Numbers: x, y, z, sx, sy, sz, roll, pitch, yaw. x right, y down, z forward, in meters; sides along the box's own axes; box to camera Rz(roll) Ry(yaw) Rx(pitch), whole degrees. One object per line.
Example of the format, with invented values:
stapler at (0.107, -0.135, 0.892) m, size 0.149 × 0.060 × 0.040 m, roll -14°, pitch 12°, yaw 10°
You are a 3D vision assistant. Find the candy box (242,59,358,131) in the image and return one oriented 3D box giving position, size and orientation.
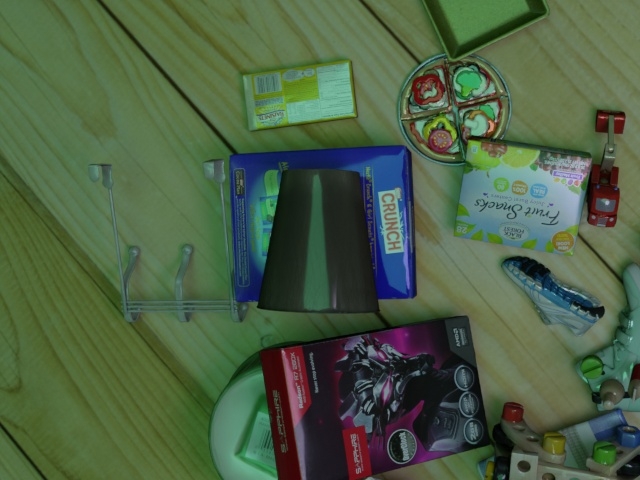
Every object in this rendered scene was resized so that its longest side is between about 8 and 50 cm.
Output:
candy box at (-0.038, -0.264, 1.631) m, size 0.205 × 0.027 × 0.105 m, roll -6°, pitch 95°, yaw 12°

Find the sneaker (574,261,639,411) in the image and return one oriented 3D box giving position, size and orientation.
sneaker at (0.502, 0.171, 1.514) m, size 0.151 × 0.094 × 0.256 m, roll -10°, pitch 90°, yaw 15°

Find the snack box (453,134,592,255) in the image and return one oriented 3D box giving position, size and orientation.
snack box at (0.345, -0.078, 1.531) m, size 0.207 × 0.070 × 0.175 m, roll 11°, pitch 106°, yaw 12°

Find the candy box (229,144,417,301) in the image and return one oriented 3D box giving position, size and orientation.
candy box at (0.009, -0.026, 1.589) m, size 0.317 × 0.122 × 0.268 m, roll -1°, pitch 92°, yaw 13°

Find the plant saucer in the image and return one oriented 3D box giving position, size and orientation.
plant saucer at (0.274, -0.430, 1.548) m, size 0.188 × 0.045 × 0.188 m, roll -25°, pitch 88°, yaw 12°

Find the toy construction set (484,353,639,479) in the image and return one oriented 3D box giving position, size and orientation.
toy construction set at (0.398, 0.336, 1.399) m, size 0.257 × 0.237 × 0.309 m, roll 34°, pitch 110°, yaw 14°

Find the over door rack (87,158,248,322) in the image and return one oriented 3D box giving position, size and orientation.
over door rack at (-0.266, -0.005, 1.639) m, size 0.239 × 0.108 × 0.324 m, roll -2°, pitch 114°, yaw 12°

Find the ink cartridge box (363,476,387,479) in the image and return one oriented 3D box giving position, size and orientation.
ink cartridge box at (0.086, 0.510, 1.514) m, size 0.207 × 0.283 × 0.117 m, roll -36°, pitch 59°, yaw 11°

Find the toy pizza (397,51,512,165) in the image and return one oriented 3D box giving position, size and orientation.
toy pizza at (0.235, -0.232, 1.575) m, size 0.201 × 0.032 × 0.201 m, roll 1°, pitch 93°, yaw 12°

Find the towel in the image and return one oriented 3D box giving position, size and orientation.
towel at (0.435, 0.431, 1.548) m, size 0.285 × 0.034 × 0.209 m, roll -29°, pitch 88°, yaw 23°

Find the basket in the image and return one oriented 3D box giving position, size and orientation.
basket at (0.000, 0.000, 1.457) m, size 0.204 × 0.154 × 0.227 m, roll 2°, pitch 91°, yaw 10°

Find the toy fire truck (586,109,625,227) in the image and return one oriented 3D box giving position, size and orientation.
toy fire truck at (0.474, -0.123, 1.479) m, size 0.047 × 0.192 × 0.135 m, roll 7°, pitch 123°, yaw 12°

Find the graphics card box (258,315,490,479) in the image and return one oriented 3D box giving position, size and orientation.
graphics card box at (0.096, 0.265, 1.491) m, size 0.370 × 0.094 × 0.233 m, roll -6°, pitch 84°, yaw -28°

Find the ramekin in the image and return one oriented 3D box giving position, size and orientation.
ramekin at (-0.055, 0.343, 1.609) m, size 0.303 × 0.148 × 0.304 m, roll 1°, pitch 94°, yaw 11°

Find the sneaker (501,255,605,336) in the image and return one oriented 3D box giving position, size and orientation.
sneaker at (0.390, 0.102, 1.550) m, size 0.190 × 0.071 × 0.083 m, roll 36°, pitch 130°, yaw 19°
